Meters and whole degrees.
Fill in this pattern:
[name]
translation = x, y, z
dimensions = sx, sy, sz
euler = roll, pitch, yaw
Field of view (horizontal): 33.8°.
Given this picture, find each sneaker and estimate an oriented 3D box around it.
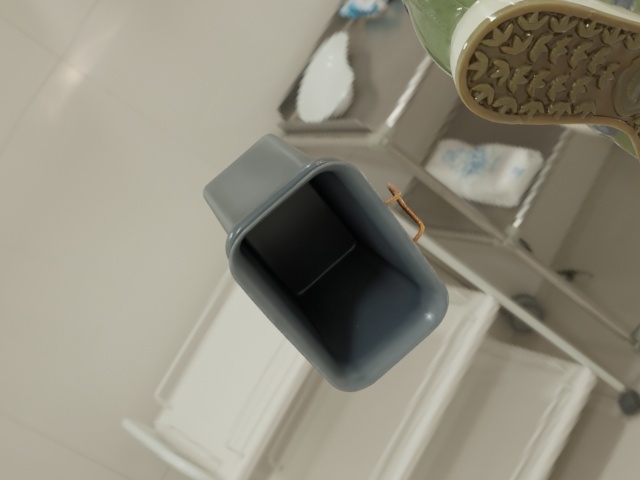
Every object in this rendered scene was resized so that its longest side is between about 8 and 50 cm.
[sneaker]
translation = 0.105, -0.080, 0.412
dimensions = 0.064, 0.192, 0.086
euler = -56, 46, 28

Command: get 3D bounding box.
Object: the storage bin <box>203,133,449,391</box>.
[storage bin]
translation = 0.000, 0.000, 0.593
dimensions = 0.098, 0.135, 0.091
euler = -41, 37, -2
